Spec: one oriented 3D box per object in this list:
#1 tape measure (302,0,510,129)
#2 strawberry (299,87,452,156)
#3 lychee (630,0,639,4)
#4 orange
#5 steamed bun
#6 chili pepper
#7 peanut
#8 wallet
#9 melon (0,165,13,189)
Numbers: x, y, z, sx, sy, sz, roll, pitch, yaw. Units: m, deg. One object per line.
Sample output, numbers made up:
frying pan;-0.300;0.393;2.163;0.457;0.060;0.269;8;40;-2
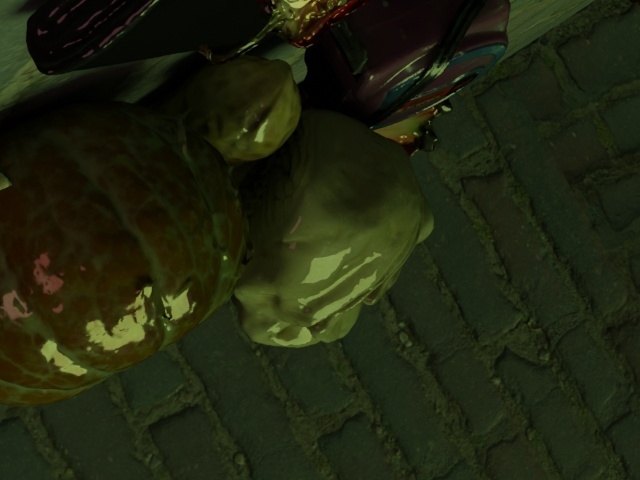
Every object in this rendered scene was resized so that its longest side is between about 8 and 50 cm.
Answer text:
tape measure;0.096;-0.231;1.648;0.232;0.149;0.245;-26;171;-22
strawberry;0.038;-0.214;2.210;0.306;0.137;0.233;-4;154;-11
lychee;0.402;-0.371;1.712;0.194;0.194;0.194;-29;179;0
orange;-0.229;0.008;1.368;0.329;0.249;0.329;-24;-179;0
steamed bun;0.000;-0.002;1.641;0.289;0.203;0.276;-51;-159;41
chili pepper;0.024;-0.191;0.969;0.268;0.059;0.050;-41;-150;-19
peanut;-0.111;-0.116;1.556;0.147;0.147;0.305;-28;177;-38
wallet;-0.024;-0.211;1.082;0.228;0.062;0.406;-30;179;29
melon;-0.325;-0.045;1.126;0.160;0.079;0.128;-30;-163;1
